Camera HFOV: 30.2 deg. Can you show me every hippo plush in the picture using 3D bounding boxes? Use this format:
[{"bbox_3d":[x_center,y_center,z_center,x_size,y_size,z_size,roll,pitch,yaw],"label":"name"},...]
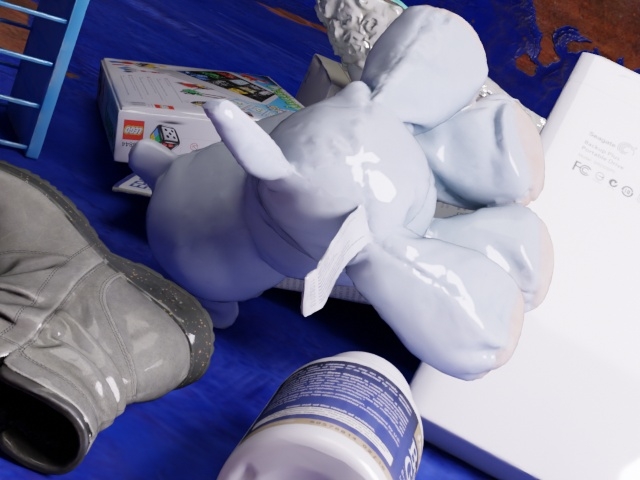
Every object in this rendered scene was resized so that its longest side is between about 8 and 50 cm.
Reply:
[{"bbox_3d":[0.000,0.000,0.813,0.294,0.236,0.234,-35,100,-46],"label":"hippo plush"}]

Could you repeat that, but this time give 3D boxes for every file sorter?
[{"bbox_3d":[-0.280,-0.180,1.032,0.104,0.170,0.118,13,20,-30],"label":"file sorter"}]

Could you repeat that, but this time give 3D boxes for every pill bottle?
[{"bbox_3d":[0.007,0.119,0.654,0.094,0.094,0.169,27,17,5],"label":"pill bottle"}]

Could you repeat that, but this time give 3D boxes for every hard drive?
[{"bbox_3d":[0.234,0.040,0.891,0.233,0.353,0.047,27,-27,7],"label":"hard drive"}]

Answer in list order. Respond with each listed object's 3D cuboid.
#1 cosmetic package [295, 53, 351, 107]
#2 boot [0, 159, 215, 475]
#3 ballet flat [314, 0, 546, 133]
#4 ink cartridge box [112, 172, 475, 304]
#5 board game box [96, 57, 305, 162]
[{"bbox_3d":[0.109,-0.097,1.413,0.296,0.129,0.153,22,18,-14],"label":"cosmetic package"},{"bbox_3d":[-0.191,0.030,0.681,0.246,0.083,0.161,29,22,18],"label":"boot"},{"bbox_3d":[0.143,-0.123,1.255,0.409,0.147,0.147,34,14,-13],"label":"ballet flat"},{"bbox_3d":[0.011,-0.021,1.098,0.330,0.071,0.324,10,15,8],"label":"ink cartridge box"},{"bbox_3d":[-0.117,-0.126,1.179,0.192,0.053,0.305,5,15,-14],"label":"board game box"}]
